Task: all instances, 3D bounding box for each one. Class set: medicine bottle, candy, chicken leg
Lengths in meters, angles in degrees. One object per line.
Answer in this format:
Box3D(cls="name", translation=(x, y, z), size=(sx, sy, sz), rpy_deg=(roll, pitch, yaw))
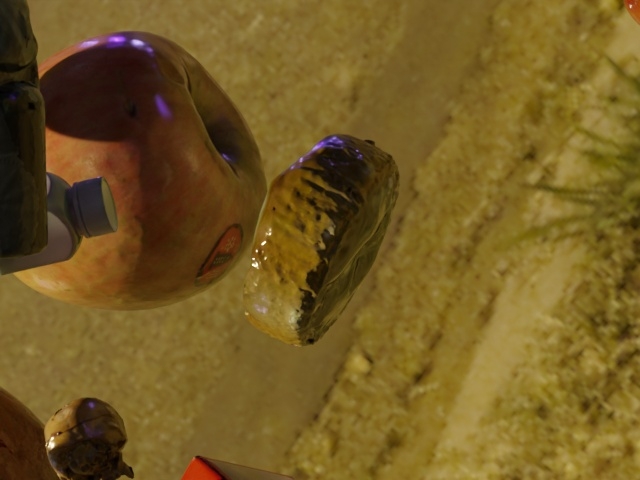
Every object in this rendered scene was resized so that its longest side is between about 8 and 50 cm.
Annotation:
Box3D(cls="medicine bottle", translation=(-0.244, -0.020, 1.248), size=(0.118, 0.074, 0.055), rpy_deg=(-13, 42, 4))
Box3D(cls="candy", translation=(0.000, 0.000, 1.640), size=(0.260, 0.118, 0.260), rpy_deg=(-56, -14, -22))
Box3D(cls="chicken leg", translation=(-0.244, 0.227, 1.525), size=(0.085, 0.101, 0.207), rpy_deg=(-26, -9, -4))

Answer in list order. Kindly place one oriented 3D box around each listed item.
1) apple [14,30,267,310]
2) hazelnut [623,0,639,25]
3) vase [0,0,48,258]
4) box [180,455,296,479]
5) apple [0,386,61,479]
Box3D(cls="apple", translation=(-0.267, -0.085, 1.883), size=(0.347, 0.391, 0.391), rpy_deg=(-26, 36, 19))
Box3D(cls="hazelnut", translation=(0.571, -0.401, 2.254), size=(0.182, 0.182, 0.182), rpy_deg=(-35, 33, 27))
Box3D(cls="vase", translation=(-0.210, -0.095, 0.912), size=(0.060, 0.060, 0.211), rpy_deg=(26, 119, 60))
Box3D(cls="box", translation=(-0.070, 0.322, 1.570), size=(0.133, 0.182, 0.099), rpy_deg=(31, 95, 39))
Box3D(cls="apple", translation=(-0.519, 0.353, 1.988), size=(0.295, 0.365, 0.329), rpy_deg=(-34, 20, -4))
